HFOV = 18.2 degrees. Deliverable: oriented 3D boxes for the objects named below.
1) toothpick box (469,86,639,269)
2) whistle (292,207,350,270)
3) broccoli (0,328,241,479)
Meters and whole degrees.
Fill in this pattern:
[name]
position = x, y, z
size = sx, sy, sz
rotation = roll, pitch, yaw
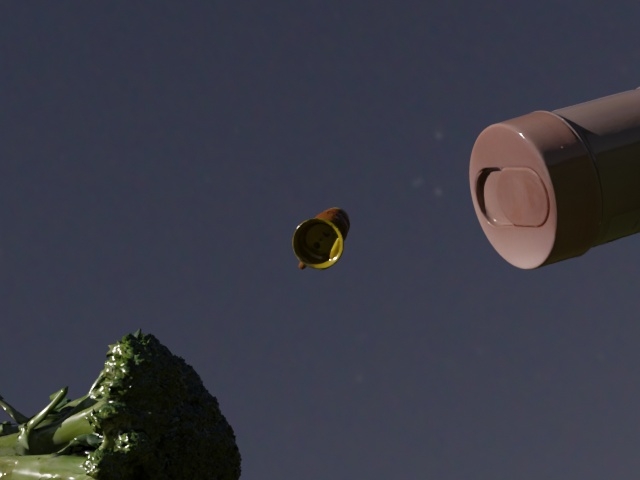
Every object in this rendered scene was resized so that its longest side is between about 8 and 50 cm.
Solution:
[toothpick box]
position = 0.185, -0.046, 1.309
size = 0.149, 0.098, 0.098
rotation = -16, -29, -27
[whistle]
position = 0.005, 0.002, 1.786
size = 0.046, 0.057, 0.109
rotation = 8, 9, 7
[broccoli]
position = -0.226, 0.233, 2.134
size = 0.283, 0.304, 0.321
rotation = 1, -26, -3
